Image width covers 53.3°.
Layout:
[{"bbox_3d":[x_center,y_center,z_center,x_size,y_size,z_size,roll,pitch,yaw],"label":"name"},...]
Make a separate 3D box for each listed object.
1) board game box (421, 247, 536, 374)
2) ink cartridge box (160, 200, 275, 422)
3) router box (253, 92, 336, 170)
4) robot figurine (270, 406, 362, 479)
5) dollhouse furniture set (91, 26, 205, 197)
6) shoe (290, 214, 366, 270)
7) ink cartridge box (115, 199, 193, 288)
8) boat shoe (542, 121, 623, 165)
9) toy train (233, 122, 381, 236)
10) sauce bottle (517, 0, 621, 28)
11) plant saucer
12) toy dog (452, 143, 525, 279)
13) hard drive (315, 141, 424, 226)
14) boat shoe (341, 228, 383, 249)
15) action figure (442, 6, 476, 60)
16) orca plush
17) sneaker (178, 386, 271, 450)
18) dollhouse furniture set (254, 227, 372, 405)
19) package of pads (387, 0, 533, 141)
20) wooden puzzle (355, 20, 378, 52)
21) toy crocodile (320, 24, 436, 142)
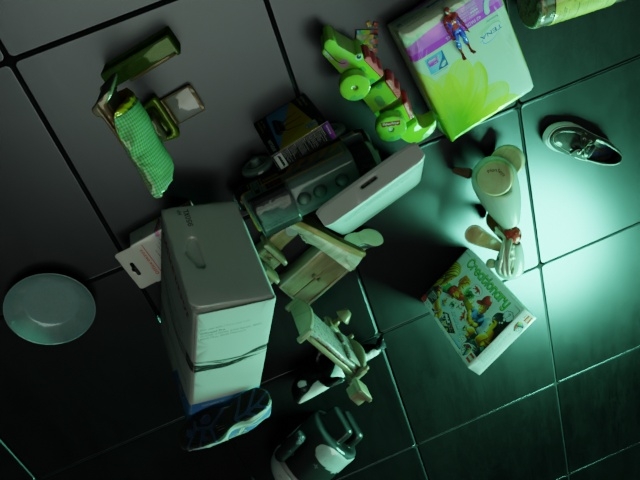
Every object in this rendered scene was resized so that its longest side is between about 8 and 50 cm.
[{"bbox_3d":[0.387,0.170,1.612,0.053,0.305,0.193,34,104,-28],"label":"board game box"},{"bbox_3d":[-0.233,0.156,1.359,0.166,0.285,0.395,-10,139,-22],"label":"ink cartridge box"},{"bbox_3d":[-0.057,-0.228,1.324,0.133,0.179,0.046,-32,125,1],"label":"router box"},{"bbox_3d":[-0.015,0.598,1.814,0.209,0.173,0.278,44,100,-8],"label":"robot figurine"},{"bbox_3d":[-0.289,-0.242,1.171,0.151,0.301,0.197,-28,120,3],"label":"dollhouse furniture set"},{"bbox_3d":[0.000,0.000,1.468,0.219,0.076,0.058,29,106,-11],"label":"shoe"},{"bbox_3d":[-0.349,0.011,1.437,0.198,0.067,0.115,-29,123,-1],"label":"ink cartridge box"},{"bbox_3d":[0.666,-0.234,1.604,0.228,0.076,0.080,16,113,-24],"label":"boat shoe"},{"bbox_3d":[-0.028,-0.134,1.379,0.334,0.190,0.142,-25,123,-2],"label":"toy train"},{"bbox_3d":[0.602,-0.559,1.383,0.344,0.111,0.111,-20,123,-7],"label":"sauce bottle"},{"bbox_3d":[-0.613,0.149,1.452,0.195,0.037,0.195,-8,121,-13],"label":"plant saucer"},{"bbox_3d":[0.409,-0.070,1.564,0.220,0.161,0.334,2,90,-60],"label":"toy dog"},{"bbox_3d":[0.116,-0.100,1.377,0.233,0.353,0.047,-36,83,5],"label":"hard drive"},{"bbox_3d":[0.098,0.003,1.571,0.137,0.049,0.043,-8,155,-42],"label":"boat shoe"},{"bbox_3d":[0.278,-0.421,1.290,0.038,0.030,0.115,-32,120,11],"label":"action figure"},{"bbox_3d":[0.036,0.320,1.713,0.287,0.151,0.102,-29,92,4],"label":"orca plush"},{"bbox_3d":[-0.196,0.392,1.351,0.211,0.080,0.081,-22,143,-8],"label":"sneaker"},{"bbox_3d":[0.016,0.141,1.452,0.174,0.355,0.303,-42,121,8],"label":"dollhouse furniture set"},{"bbox_3d":[0.313,-0.400,1.388,0.229,0.101,0.296,-32,123,4],"label":"package of pads"},{"bbox_3d":[0.099,-0.426,1.362,0.049,0.006,0.083,-7,120,-13],"label":"wooden puzzle"},{"bbox_3d":[0.120,-0.323,1.349,0.105,0.115,0.340,-31,126,26],"label":"toy crocodile"}]
